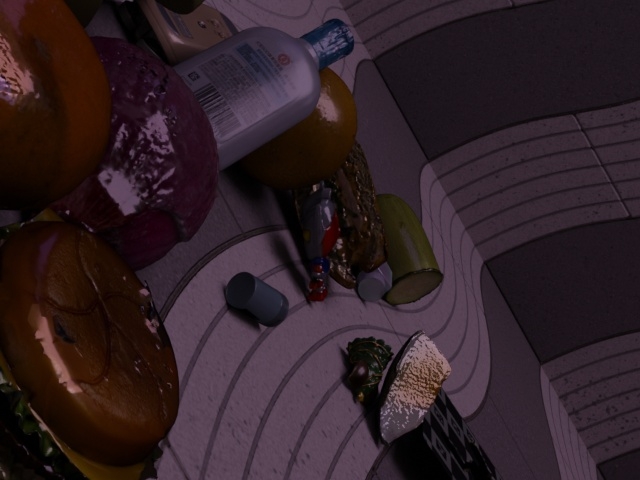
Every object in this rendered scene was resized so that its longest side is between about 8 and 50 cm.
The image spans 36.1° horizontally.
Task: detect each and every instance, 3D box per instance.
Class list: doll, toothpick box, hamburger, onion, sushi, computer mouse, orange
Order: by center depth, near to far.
[{"bbox_3d":[-0.211,0.094,0.760,0.243,0.138,0.262,60,16,-9],"label":"hamburger"},{"bbox_3d":[-0.291,-0.131,0.840,0.240,0.171,0.240,50,27,-37],"label":"orange"},{"bbox_3d":[-0.207,-0.088,1.051,0.267,0.159,0.349,49,19,-27],"label":"onion"},{"bbox_3d":[-0.085,0.080,1.325,0.083,0.052,0.052,38,28,-50],"label":"toothpick box"},{"bbox_3d":[-0.209,-0.311,1.528,0.236,0.082,0.145,-6,61,-57],"label":"computer mouse"},{"bbox_3d":[0.000,0.000,1.576,0.104,0.062,0.195,-22,118,-59],"label":"doll"},{"bbox_3d":[0.084,0.208,1.579,0.113,0.076,0.078,-96,161,-52],"label":"doll"},{"bbox_3d":[-0.049,-0.191,1.593,0.236,0.236,0.236,53,18,-25],"label":"orange"},{"bbox_3d":[0.031,-0.039,1.717,0.157,0.143,0.283,86,-9,-70],"label":"hamburger"},{"bbox_3d":[0.248,0.423,1.743,0.359,0.064,0.343,57,13,-11],"label":"sushi"}]

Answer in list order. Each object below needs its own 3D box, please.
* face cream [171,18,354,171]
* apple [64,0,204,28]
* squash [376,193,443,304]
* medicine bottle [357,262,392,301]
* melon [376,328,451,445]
[{"bbox_3d":[-0.087,-0.231,1.427,0.336,0.080,0.163,-36,85,-30],"label":"face cream"},{"bbox_3d":[-0.255,-0.383,1.175,0.292,0.292,0.254,52,-9,-29],"label":"apple"},{"bbox_3d":[0.154,0.002,2.054,0.132,0.132,0.247,38,26,-54],"label":"squash"},{"bbox_3d":[0.100,0.070,1.895,0.074,0.055,0.118,57,15,-17],"label":"medicine bottle"},{"bbox_3d":[0.139,0.256,1.614,0.093,0.139,0.203,29,64,-2],"label":"melon"}]
